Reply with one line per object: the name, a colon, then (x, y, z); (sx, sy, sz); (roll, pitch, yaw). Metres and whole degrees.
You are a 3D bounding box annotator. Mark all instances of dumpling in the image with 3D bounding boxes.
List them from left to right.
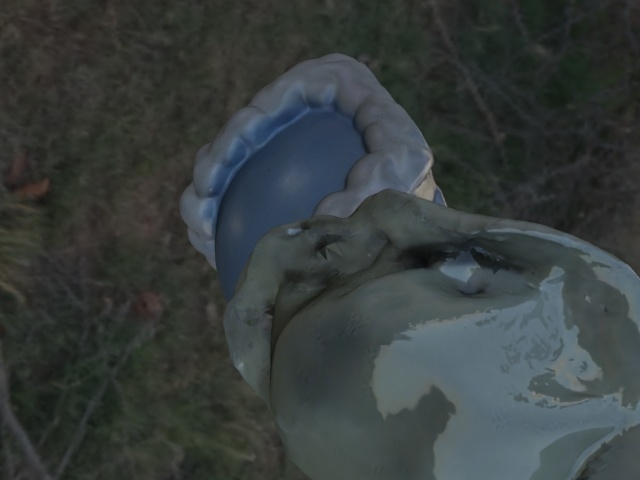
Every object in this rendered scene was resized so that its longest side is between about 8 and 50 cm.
dumpling: (0.053, 0.058, 0.625); (0.132, 0.250, 0.162); (-4, 110, -53)

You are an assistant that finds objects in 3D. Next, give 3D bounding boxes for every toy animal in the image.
toy animal: (0.000, 0.000, 0.867); (0.156, 0.204, 0.208); (-27, 139, -11)
